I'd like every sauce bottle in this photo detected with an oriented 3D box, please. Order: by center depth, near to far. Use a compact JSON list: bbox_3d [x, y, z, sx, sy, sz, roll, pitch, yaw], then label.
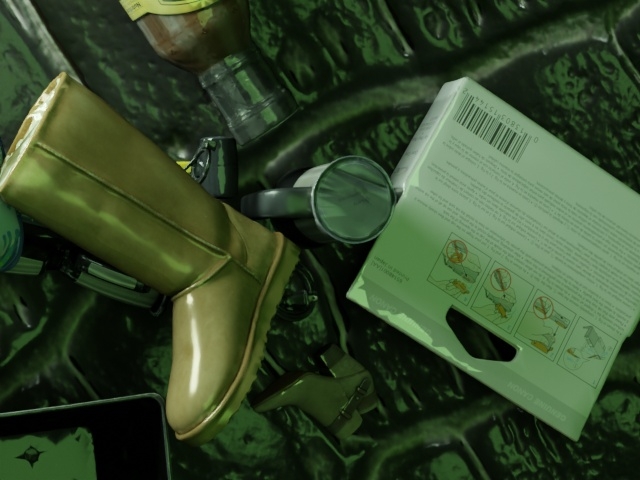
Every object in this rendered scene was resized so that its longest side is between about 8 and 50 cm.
[{"bbox_3d":[-0.141,-0.251,1.744,0.111,0.111,0.344,-38,101,-17],"label":"sauce bottle"}]

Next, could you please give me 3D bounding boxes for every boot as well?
[{"bbox_3d":[-0.167,0.020,1.590,0.269,0.089,0.236,35,52,-21],"label":"boot"},{"bbox_3d":[0.000,0.161,1.812,0.118,0.042,0.087,-35,107,-11],"label":"boot"}]

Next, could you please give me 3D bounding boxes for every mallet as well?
[{"bbox_3d":[-0.170,-0.079,1.767,0.189,0.039,0.062,7,87,-15],"label":"mallet"}]

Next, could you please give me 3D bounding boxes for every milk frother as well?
[{"bbox_3d":[0.000,0.000,1.768,0.129,0.135,0.143,-21,94,-18],"label":"milk frother"}]

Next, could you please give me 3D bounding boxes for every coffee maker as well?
[{"bbox_3d":[-0.211,-0.032,1.706,0.178,0.120,0.171,17,80,-16],"label":"coffee maker"}]

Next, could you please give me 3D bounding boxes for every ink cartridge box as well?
[{"bbox_3d":[0.193,0.020,1.872,0.296,0.066,0.261,33,78,-15],"label":"ink cartridge box"}]

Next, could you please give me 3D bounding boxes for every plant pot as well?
[{"bbox_3d":[-0.243,0.239,1.654,0.188,0.167,0.187,-6,89,-21],"label":"plant pot"}]

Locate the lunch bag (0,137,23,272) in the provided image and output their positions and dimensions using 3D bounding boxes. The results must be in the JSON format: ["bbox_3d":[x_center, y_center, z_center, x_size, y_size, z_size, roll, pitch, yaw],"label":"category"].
[{"bbox_3d":[-0.376,-0.035,1.612,0.219,0.090,0.176,-16,89,17],"label":"lunch bag"}]
